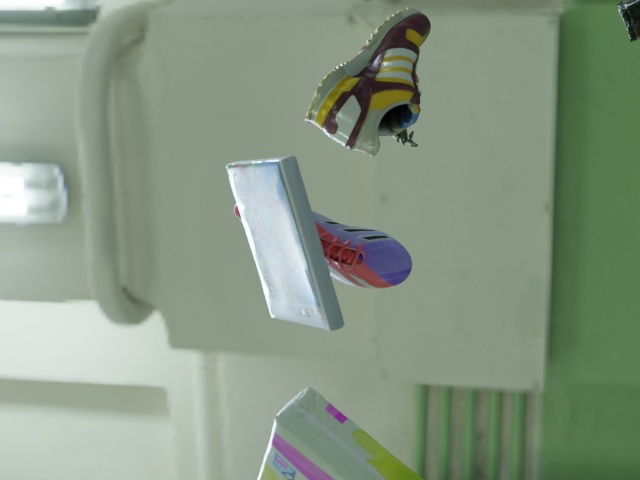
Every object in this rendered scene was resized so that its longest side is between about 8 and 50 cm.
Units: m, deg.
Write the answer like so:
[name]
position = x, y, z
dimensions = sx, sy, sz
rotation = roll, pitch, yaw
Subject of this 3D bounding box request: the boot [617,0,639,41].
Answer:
[boot]
position = 0.296, -0.201, 1.033
dimensions = 0.121, 0.099, 0.045
rotation = -7, -100, -72

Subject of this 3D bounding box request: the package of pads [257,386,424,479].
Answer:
[package of pads]
position = 0.046, 0.382, 1.807
dimensions = 0.101, 0.296, 0.229
rotation = -38, -23, -35

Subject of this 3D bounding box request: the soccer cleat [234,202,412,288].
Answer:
[soccer cleat]
position = 0.000, 0.000, 1.649
dimensions = 0.083, 0.248, 0.095
rotation = -68, -22, 4

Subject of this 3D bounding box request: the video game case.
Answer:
[video game case]
position = -0.047, 0.002, 1.540
dimensions = 0.193, 0.023, 0.212
rotation = 4, 111, 66

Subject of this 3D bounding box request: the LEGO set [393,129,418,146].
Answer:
[LEGO set]
position = 0.108, -0.165, 1.801
dimensions = 0.083, 0.023, 0.054
rotation = 61, -147, -1

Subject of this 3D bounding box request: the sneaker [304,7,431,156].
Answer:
[sneaker]
position = 0.065, -0.143, 1.159
dimensions = 0.185, 0.084, 0.069
rotation = -47, -11, -35
